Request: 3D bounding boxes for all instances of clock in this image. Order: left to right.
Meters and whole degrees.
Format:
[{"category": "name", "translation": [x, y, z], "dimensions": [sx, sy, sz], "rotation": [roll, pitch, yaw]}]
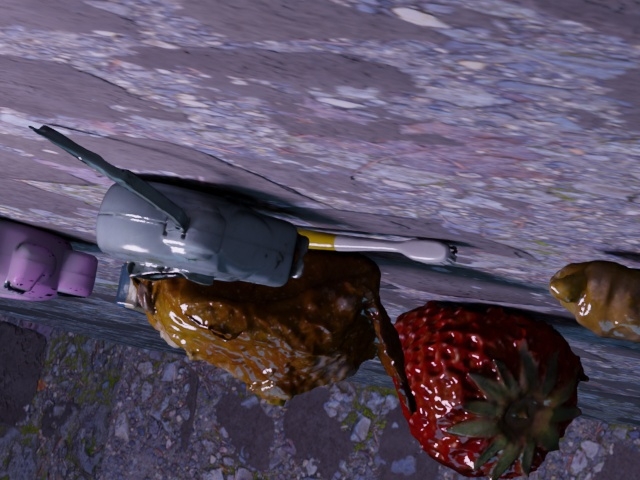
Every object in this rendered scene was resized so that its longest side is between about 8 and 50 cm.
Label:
[{"category": "clock", "translation": [-0.406, 0.018, 2.332], "dimensions": [0.248, 0.090, 0.227], "rotation": [15, 172, -43]}]

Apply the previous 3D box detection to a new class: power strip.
[{"category": "power strip", "translation": [-0.227, 0.065, 2.554], "dimensions": [0.032, 0.056, 0.123], "rotation": [9, 173, 15]}]

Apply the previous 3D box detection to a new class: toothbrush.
[{"category": "toothbrush", "translation": [0.000, 0.000, 1.782], "dimensions": [0.288, 0.021, 0.024], "rotation": [7, 162, 37]}]

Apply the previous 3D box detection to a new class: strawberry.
[{"category": "strawberry", "translation": [0.165, 0.145, 2.205], "dimensions": [0.205, 0.205, 0.244], "rotation": [16, -166, -33]}]

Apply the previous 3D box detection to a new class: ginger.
[{"category": "ginger", "translation": [0.331, 0.062, 1.509], "dimensions": [0.333, 0.080, 0.166], "rotation": [10, -174, 39]}]

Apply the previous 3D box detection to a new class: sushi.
[{"category": "sushi", "translation": [-0.047, 0.069, 1.907], "dimensions": [0.296, 0.167, 0.179], "rotation": [5, 145, 5]}]

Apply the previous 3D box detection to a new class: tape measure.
[{"category": "tape measure", "translation": [-0.159, -0.019, 1.627], "dimensions": [0.164, 0.084, 0.330], "rotation": [1, 170, 36]}]
